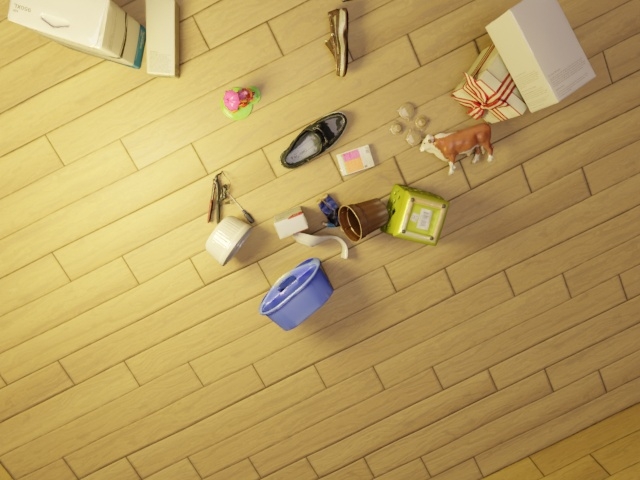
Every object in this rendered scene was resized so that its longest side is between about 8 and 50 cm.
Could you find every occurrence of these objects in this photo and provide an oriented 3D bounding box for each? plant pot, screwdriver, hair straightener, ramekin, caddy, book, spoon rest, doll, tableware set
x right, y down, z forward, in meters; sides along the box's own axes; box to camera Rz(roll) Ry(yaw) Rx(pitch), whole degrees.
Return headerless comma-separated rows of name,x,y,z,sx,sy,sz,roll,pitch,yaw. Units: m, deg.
plant pot,0.408,-0.102,1.863,0.227,0.207,0.228,14,99,-7
screwdriver,-0.344,-0.141,1.884,0.024,0.025,0.170,-39,103,4
plant pot,0.190,-0.095,1.859,0.165,0.167,0.166,-22,104,-24
hair straightener,-0.423,-0.179,1.865,0.089,0.047,0.230,9,96,-7
ramekin,-0.386,-0.006,1.821,0.109,0.207,0.207,35,97,-2
caddy,-0.111,0.215,1.870,0.341,0.241,0.179,-40,108,3
book,0.149,-0.344,1.880,0.144,0.035,0.096,-18,100,-1
spoon rest,0.000,0.000,1.902,0.277,0.137,0.084,21,86,-23
doll,0.056,-0.111,1.912,0.129,0.046,0.189,-42,108,-5
tableware set,0.381,-0.494,1.874,0.169,0.020,0.141,32,95,-9

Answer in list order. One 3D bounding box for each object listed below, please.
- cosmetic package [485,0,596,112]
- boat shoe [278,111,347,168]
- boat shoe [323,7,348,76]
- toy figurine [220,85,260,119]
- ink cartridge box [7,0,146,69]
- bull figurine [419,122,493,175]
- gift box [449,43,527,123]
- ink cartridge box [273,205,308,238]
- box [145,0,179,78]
cosmetic package,0.788,-0.679,1.572,0.197,0.155,0.365,-33,97,-8
boat shoe,-0.027,-0.412,1.808,0.340,0.113,0.127,-32,102,2
boat shoe,0.062,-0.788,1.758,0.095,0.095,0.257,2,96,9
toy figurine,-0.319,-0.557,1.730,0.173,0.159,0.130,-28,103,1
ink cartridge box,-0.816,-0.749,1.527,0.286,0.395,0.166,15,101,-8
bull figurine,0.587,-0.395,1.872,0.311,0.101,0.188,-17,109,4
gift box,0.693,-0.635,1.762,0.276,0.255,0.258,33,88,-7
ink cartridge box,-0.124,-0.079,1.839,0.128,0.175,0.072,-21,105,0
box,-0.607,-0.776,1.693,0.113,0.094,0.275,4,101,-6
